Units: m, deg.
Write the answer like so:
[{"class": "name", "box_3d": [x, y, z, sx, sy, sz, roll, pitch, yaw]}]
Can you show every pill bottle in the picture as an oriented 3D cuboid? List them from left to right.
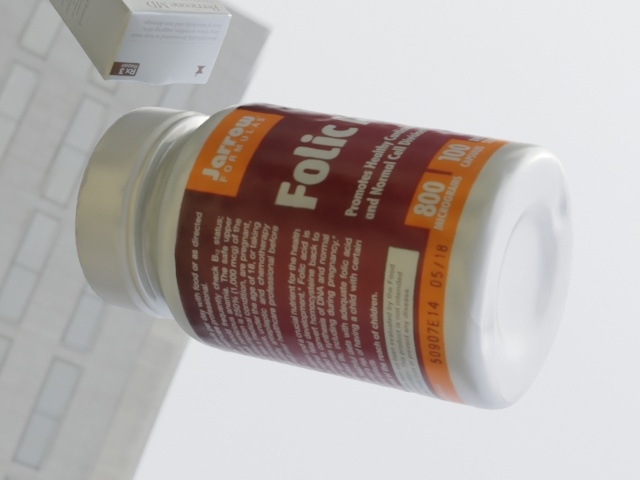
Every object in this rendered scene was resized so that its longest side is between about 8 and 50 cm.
[{"class": "pill bottle", "box_3d": [0.000, 0.000, 1.399, 0.392, 0.224, 0.224, 10, -106, 27]}]

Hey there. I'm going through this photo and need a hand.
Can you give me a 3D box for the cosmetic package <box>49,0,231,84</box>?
[{"class": "cosmetic package", "box_3d": [-0.193, -0.248, 1.546, 0.231, 0.117, 0.085, 51, -50, 36]}]
